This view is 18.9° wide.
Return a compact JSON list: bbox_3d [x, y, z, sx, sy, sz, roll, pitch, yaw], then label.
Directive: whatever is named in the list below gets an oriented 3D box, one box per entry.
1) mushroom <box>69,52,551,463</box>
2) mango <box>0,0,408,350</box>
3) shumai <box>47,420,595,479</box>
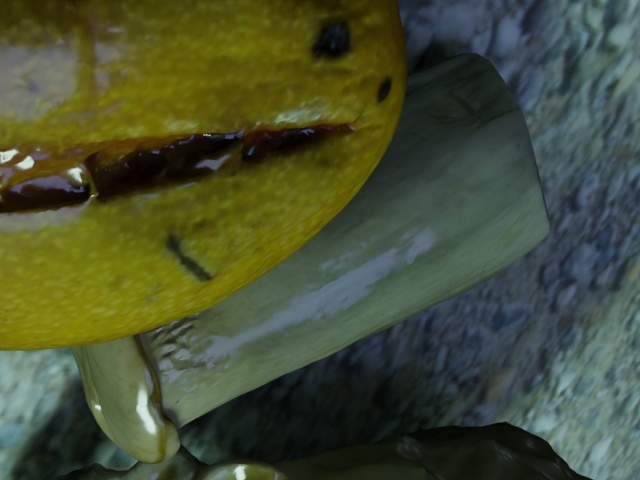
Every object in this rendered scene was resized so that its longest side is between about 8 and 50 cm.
[{"bbox_3d":[0.008,-0.001,0.788,0.247,0.108,0.096,-30,106,-28],"label":"mushroom"},{"bbox_3d":[-0.095,-0.041,0.623,0.295,0.120,0.177,-16,130,-36],"label":"mango"},{"bbox_3d":[-0.004,0.159,0.858,0.314,0.267,0.262,-54,125,-31],"label":"shumai"}]
